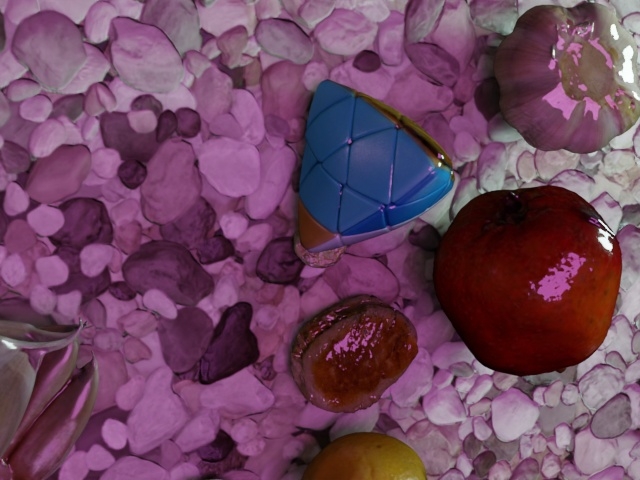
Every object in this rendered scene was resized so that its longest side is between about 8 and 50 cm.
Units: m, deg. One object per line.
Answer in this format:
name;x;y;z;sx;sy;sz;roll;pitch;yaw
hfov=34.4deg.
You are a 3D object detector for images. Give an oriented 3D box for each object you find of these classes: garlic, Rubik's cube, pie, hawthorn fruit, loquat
garlic;0.354;-0.232;1.502;0.228;0.152;0.227;0;95;-4
Rubik's cube;0.036;-0.098;1.418;0.254;0.254;0.254;-3;100;-19
pie;0.053;0.167;1.505;0.193;0.079;0.163;-31;112;-12
hawthorn fruit;0.304;0.071;1.490;0.265;0.265;0.307;-35;126;-11
garlic;-0.402;0.206;1.280;0.237;0.210;0.292;17;102;-15
pie;0.000;0.002;1.485;0.084;0.021;0.084;-4;101;-23
loquat;0.070;0.378;1.475;0.208;0.208;0.208;-3;100;-19

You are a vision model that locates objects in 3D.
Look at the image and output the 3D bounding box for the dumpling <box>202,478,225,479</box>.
dumpling;-0.125;0.460;1.480;0.179;0.131;0.252;-11;82;-37
